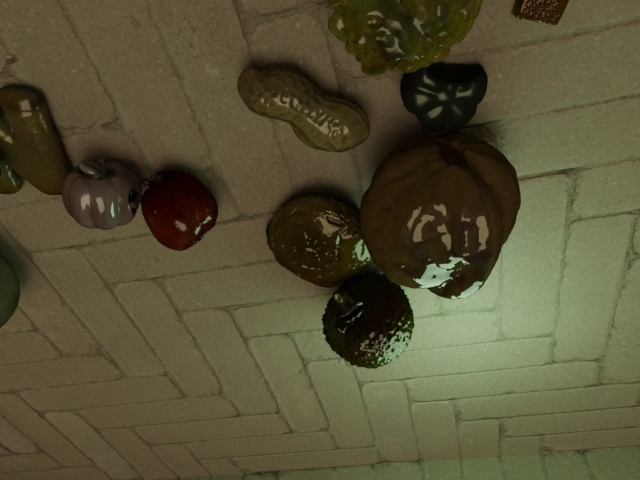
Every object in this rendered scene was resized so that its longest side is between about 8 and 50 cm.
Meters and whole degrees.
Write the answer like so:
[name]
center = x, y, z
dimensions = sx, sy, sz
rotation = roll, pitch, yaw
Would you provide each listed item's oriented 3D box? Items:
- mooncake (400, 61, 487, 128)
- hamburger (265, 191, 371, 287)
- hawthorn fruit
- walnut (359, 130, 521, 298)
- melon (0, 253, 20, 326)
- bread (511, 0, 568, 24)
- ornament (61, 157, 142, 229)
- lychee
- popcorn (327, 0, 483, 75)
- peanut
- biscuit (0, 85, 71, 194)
[mooncake]
center = 0.254, -0.314, 1.090
dimensions = 0.175, 0.104, 0.168
rotation = -16, 124, 13
[hamburger]
center = 0.001, 0.002, 1.370
dimensions = 0.266, 0.134, 0.285
rotation = 26, 126, -23
[hawthorn fruit]
center = -0.355, -0.080, 1.288
dimensions = 0.202, 0.185, 0.185
rotation = 44, 122, -14
[walnut]
center = 0.267, -0.058, 1.181
dimensions = 0.384, 0.383, 0.383
rotation = 1, 133, 1
[melon]
center = -0.986, 0.136, 1.453
dimensions = 0.269, 0.268, 0.330
rotation = -2, 140, 5
[bread]
center = 0.421, -0.460, 0.989
dimensions = 0.090, 0.035, 0.094
rotation = 8, 133, -5
[ornament]
center = -0.520, -0.117, 1.261
dimensions = 0.178, 0.177, 0.177
rotation = 1, 133, 1
[lychee]
center = 0.134, 0.223, 1.469
dimensions = 0.320, 0.269, 0.270
rotation = 1, 139, -35
[popcorn]
center = 0.135, -0.422, 0.903
dimensions = 0.293, 0.237, 0.292
rotation = -1, 135, -1
[peanut]
center = -0.036, -0.278, 1.125
dimensions = 0.299, 0.120, 0.136
rotation = 25, 124, -16
[biscuit]
center = -0.732, -0.225, 1.246
dimensions = 0.237, 0.062, 0.290
rotation = 2, 134, 1
